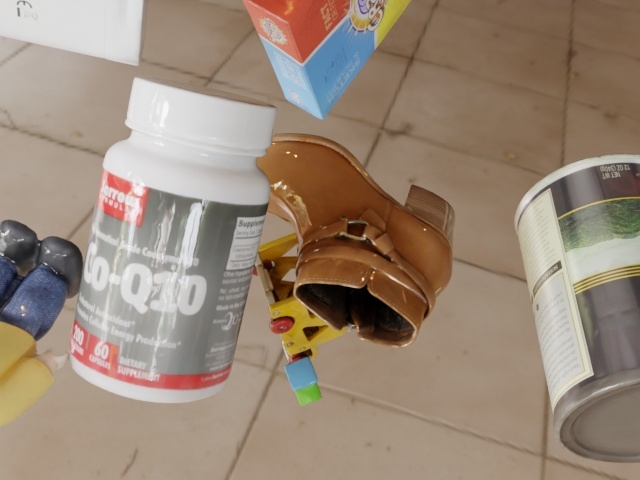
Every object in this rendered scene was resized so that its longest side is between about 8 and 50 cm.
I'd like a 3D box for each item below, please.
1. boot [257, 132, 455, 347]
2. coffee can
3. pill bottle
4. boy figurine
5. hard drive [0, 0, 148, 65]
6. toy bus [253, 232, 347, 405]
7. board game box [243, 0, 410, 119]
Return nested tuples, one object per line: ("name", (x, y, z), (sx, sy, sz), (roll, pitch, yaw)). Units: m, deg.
("boot", (0.000, 0.000, 0.926), (0.283, 0.109, 0.220), (24, 38, 3))
("coffee can", (0.331, 0.073, 0.953), (0.201, 0.201, 0.275), (5, 52, -9))
("pill bottle", (-0.139, -0.005, 0.841), (0.161, 0.283, 0.161), (13, 11, -2))
("boy figurine", (-0.332, 0.103, 0.803), (0.177, 0.092, 0.285), (23, 41, 1))
("hard drive", (-0.323, -0.277, 0.754), (0.353, 0.233, 0.047), (11, 58, -9))
("toy bus", (-0.013, 0.078, 1.055), (0.104, 0.191, 0.202), (-21, 11, -2))
("board game box", (0.050, -0.331, 1.056), (0.064, 0.242, 0.316), (33, 81, 18))
